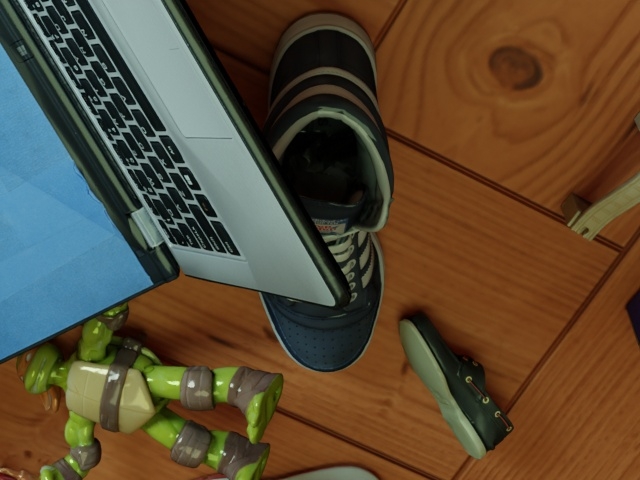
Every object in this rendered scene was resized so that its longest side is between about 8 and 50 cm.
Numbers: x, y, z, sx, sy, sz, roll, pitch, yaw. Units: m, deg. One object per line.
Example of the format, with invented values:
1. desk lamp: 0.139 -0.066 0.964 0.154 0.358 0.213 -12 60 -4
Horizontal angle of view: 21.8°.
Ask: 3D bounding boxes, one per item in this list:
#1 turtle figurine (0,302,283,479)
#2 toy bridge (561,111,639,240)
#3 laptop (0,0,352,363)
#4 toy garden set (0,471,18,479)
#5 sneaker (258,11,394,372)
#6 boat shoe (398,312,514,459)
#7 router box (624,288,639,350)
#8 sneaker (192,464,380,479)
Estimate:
1. turtle figurine: -0.145 0.128 1.253 0.217 0.087 0.269 18 109 9
2. toy bridge: 0.241 -0.072 1.173 0.026 0.063 0.188 31 114 -18
3. laptop: -0.241 -0.073 1.031 0.236 0.408 0.382 -37 108 -19
4. toy garden set: -0.339 0.191 1.247 0.244 0.049 0.204 18 137 0
5. sneaker: 0.000 0.000 1.152 0.099 0.153 0.282 -1 119 -1
6. boat shoe: 0.103 0.107 1.282 0.042 0.049 0.133 -37 110 -13
7. router box: 0.446 0.017 1.220 0.301 0.082 0.335 28 115 -17
8. sneaker: -0.053 0.249 1.305 0.221 0.128 0.087 -17 118 6
